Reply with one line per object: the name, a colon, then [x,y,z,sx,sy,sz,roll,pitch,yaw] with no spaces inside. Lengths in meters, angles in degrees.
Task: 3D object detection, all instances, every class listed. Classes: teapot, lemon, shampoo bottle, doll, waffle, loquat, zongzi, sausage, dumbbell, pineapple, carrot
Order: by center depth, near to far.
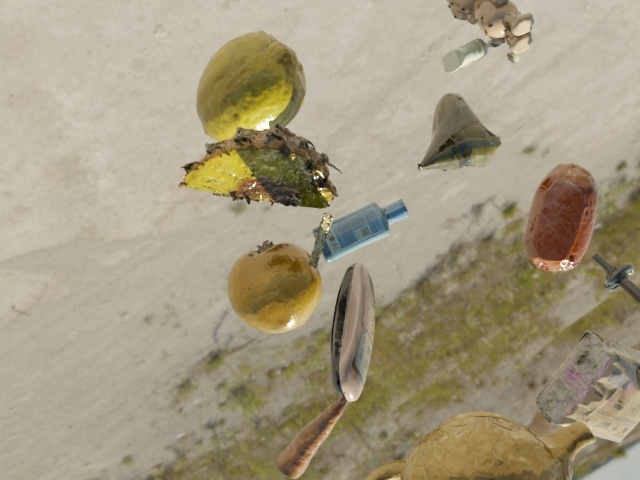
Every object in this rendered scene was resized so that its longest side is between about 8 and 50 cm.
teapot: [0.190,0.292,0.903,0.311,0.167,0.203,-20,124,22]
carrot: [-0.007,0.349,1.293,0.057,0.057,0.224,-5,139,-44]
pineapple: [-0.095,-0.171,1.408,0.335,0.158,0.161,10,130,-11]
waffle: [0.000,0.000,1.424,0.152,0.023,0.097,115,-8,-82]
doll: [0.362,-0.504,1.553,0.119,0.278,0.154,-24,149,-9]
dumbbell: [0.688,0.117,1.558,0.082,0.254,0.081,-26,144,-20]
shampoo bottle: [0.332,-0.411,1.570,0.152,0.045,0.077,-32,-177,-35]
loquat: [-0.097,0.100,1.577,0.208,0.208,0.208,-26,154,-14]
sausage: [0.578,-0.055,1.724,0.141,0.153,0.268,-30,131,-66]
zongzi: [0.302,-0.270,1.821,0.242,0.221,0.112,-13,145,-21]
lemon: [-0.187,-0.383,1.877,0.316,0.285,0.285,-54,151,8]
shampoo bottle: [0.113,-0.036,1.934,0.258,0.103,0.061,-24,170,-3]

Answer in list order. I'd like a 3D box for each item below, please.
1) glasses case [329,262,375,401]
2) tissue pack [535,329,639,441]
glasses case: [0.069,0.185,1.501,0.075,0.314,0.122,-6,135,18]
tissue pack: [0.625,0.327,1.568,0.257,0.123,0.215,23,109,-32]
